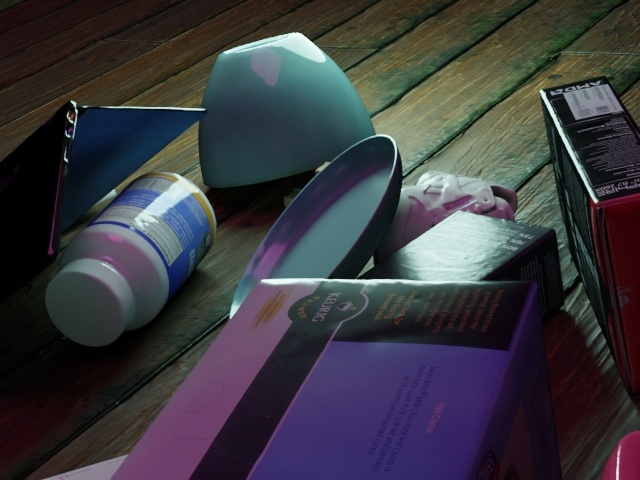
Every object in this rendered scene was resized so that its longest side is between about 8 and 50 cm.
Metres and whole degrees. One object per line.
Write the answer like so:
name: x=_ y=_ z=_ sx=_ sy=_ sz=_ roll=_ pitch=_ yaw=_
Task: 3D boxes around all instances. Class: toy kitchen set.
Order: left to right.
toy kitchen set: x=-0.006 y=-0.090 z=1.945 sx=0.083 sy=0.075 sz=0.068 roll=12 pitch=32 yaw=33

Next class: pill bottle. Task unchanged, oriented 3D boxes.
pill bottle: x=-0.256 y=0.027 z=1.714 sx=0.152 sy=0.152 sz=0.272 roll=-1 pitch=27 yaw=21

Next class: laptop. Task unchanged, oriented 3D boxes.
laptop: x=-0.368 y=0.005 z=1.737 sx=0.382 sy=0.236 sz=0.408 roll=-35 pitch=40 yaw=32

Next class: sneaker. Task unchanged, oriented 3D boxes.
sneaker: x=0.166 y=-0.028 z=1.671 sx=0.152 sy=0.114 sz=0.305 roll=6 pitch=21 yaw=26

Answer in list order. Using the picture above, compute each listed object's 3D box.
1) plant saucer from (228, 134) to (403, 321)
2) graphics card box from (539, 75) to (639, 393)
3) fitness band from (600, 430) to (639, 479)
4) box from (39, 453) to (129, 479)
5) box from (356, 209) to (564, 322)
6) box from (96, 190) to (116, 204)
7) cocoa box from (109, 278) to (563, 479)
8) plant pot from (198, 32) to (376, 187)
plant saucer: x=0.001 y=0.004 z=1.607 sx=0.317 sy=0.043 sz=0.317 roll=-45 pitch=19 yaw=21
graphics card box: x=0.340 y=-0.021 z=1.471 sx=0.094 sy=0.233 sz=0.371 roll=-13 pitch=24 yaw=5
fitness band: x=0.321 y=0.239 z=1.004 sx=0.209 sy=0.054 sz=0.291 roll=25 pitch=18 yaw=6
box: x=-0.250 y=0.295 z=1.188 sx=0.203 sy=0.114 sz=0.103 roll=-15 pitch=25 yaw=-10
box: x=0.168 y=0.061 z=1.514 sx=0.153 sy=0.108 sz=0.207 roll=14 pitch=35 yaw=44
box: x=-0.449 y=-0.066 z=2.100 sx=0.145 sy=0.038 sz=0.186 roll=-30 pitch=25 yaw=-36
cocoa box: x=0.020 y=0.202 z=0.846 sx=0.228 sy=0.231 sz=0.347 roll=-1 pitch=26 yaw=21
plant pot: x=-0.073 y=-0.221 z=2.045 sx=0.290 sy=0.195 sz=0.290 roll=-14 pitch=12 yaw=3
